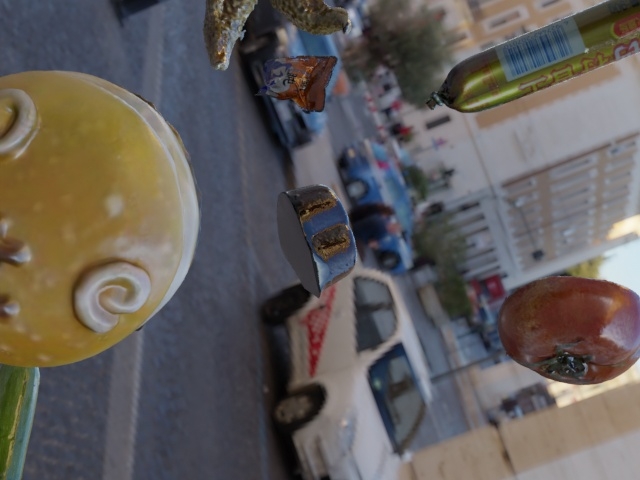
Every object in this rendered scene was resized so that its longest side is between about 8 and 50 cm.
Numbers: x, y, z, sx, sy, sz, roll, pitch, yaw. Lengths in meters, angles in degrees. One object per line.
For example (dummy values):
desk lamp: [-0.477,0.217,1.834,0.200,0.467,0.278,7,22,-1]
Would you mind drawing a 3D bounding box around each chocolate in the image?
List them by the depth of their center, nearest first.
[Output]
chocolate: [0.000,0.000,1.590,0.148,0.080,0.125,68,-18,7]

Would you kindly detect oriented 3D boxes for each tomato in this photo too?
tomato: [0.389,0.152,1.822,0.237,0.237,0.095,60,31,-49]

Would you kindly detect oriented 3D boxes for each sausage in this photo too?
sausage: [0.295,-0.227,1.378,0.082,0.371,0.082,-22,90,-79]

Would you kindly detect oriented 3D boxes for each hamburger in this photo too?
hamburger: [-0.262,-0.010,1.044,0.186,0.303,0.261,-54,125,-80]

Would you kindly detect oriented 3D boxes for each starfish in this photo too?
starfish: [-0.056,-0.266,1.024,0.277,0.236,0.062,36,16,30]

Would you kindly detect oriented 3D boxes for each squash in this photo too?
squash: [-0.473,0.283,1.805,0.069,0.069,0.239,55,37,-63]

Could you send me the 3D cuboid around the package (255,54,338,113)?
package: [-0.032,-0.205,1.543,0.077,0.111,0.033,-70,153,-25]
